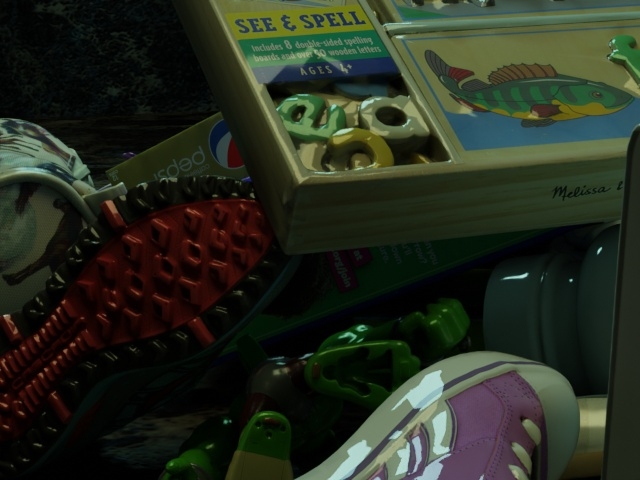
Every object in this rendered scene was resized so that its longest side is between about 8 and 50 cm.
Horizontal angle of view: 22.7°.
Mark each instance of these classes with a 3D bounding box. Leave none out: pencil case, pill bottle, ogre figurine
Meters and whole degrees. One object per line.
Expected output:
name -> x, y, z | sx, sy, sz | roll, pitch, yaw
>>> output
pencil case -> -0.248, -0.003, 1.300 | 0.184, 0.159, 0.410 | -18, 13, -9
pill bottle -> 0.225, 0.050, 0.986 | 0.229, 0.131, 0.131 | -7, 7, 29
ogre figurine -> -0.012, 0.094, 0.889 | 0.097, 0.197, 0.118 | 38, -5, -7

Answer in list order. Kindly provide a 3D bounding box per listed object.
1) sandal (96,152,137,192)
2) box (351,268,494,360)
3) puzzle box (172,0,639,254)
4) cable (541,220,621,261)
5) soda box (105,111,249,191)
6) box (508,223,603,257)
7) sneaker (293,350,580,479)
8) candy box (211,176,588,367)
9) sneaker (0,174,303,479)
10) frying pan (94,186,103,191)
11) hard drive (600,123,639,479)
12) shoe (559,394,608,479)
sandal -> -0.189, -0.036, 1.616 | 0.416, 0.102, 0.169 | -10, 14, -37
box -> 0.094, 0.057, 1.227 | 0.109, 0.042, 0.178 | 0, 11, 15
puzzle box -> 0.132, -0.118, 0.974 | 0.409, 0.052, 0.272 | -7, 43, -19
cable -> 0.286, 0.037, 1.179 | 0.257, 0.089, 0.257 | 2, 12, 17
soda box -> -0.080, -0.070, 1.293 | 0.181, 0.058, 0.061 | -24, -1, 25
box -> 0.156, -0.096, 1.481 | 0.296, 0.182, 0.294 | 15, 10, -7
sneaker -> 0.071, 0.141, 0.689 | 0.161, 0.102, 0.282 | 11, 27, 38
candy box -> 0.063, -0.031, 1.180 | 0.317, 0.122, 0.268 | -23, 2, 10
sneaker -> -0.105, 0.043, 0.955 | 0.262, 0.104, 0.125 | -35, -13, 25
frying pan -> -0.282, -0.045, 1.822 | 0.197, 0.053, 0.326 | 7, 12, 39
hard drive -> 0.275, 0.038, 0.812 | 0.308, 0.203, 0.040 | -4, 13, -32
shoe -> 0.161, 0.103, 0.889 | 0.219, 0.058, 0.076 | -6, -10, -9
